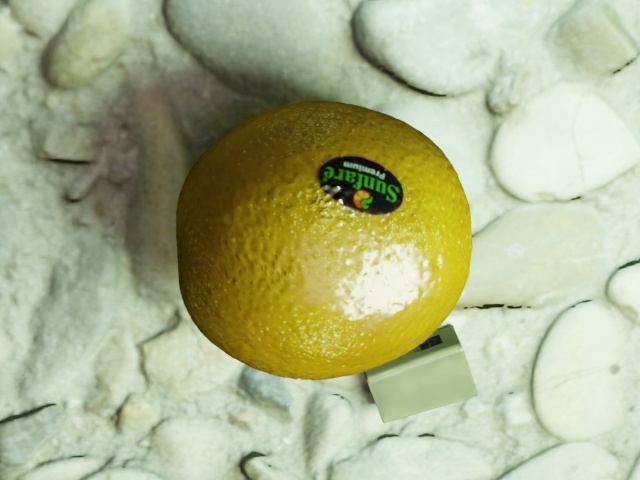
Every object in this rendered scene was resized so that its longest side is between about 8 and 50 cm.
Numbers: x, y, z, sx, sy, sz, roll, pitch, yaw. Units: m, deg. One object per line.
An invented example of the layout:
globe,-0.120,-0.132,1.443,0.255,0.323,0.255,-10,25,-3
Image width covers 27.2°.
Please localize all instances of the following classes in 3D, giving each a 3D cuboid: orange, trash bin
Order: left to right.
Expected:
orange,0.000,0.000,1.034,0.236,0.236,0.236,-4,116,-9
trash bin,0.090,0.125,1.207,0.092,0.043,0.061,-21,117,1
